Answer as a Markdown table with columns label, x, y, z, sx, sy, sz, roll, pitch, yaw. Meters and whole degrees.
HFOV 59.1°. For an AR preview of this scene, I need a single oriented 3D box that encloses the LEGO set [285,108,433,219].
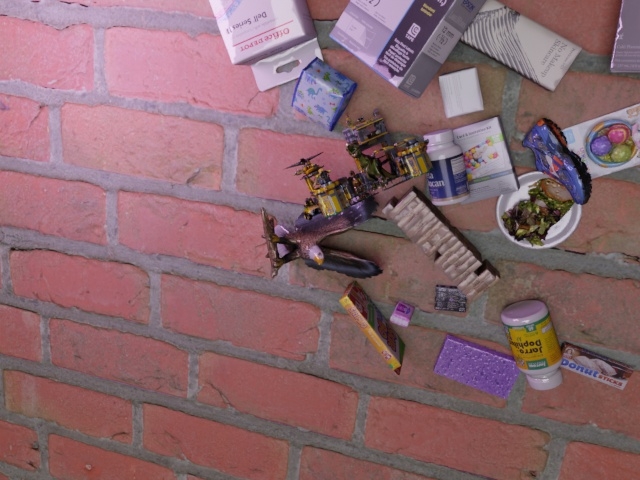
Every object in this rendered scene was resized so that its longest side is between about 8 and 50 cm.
| label | x | y | z | sx | sy | sz | roll | pitch | yaw |
| --- | --- | --- | --- | --- | --- | --- | --- | --- | --- |
| LEGO set | 0.080 | -0.200 | 1.337 | 0.332 | 0.255 | 0.192 | -24 | 99 | -1 |

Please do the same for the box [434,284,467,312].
| label | x | y | z | sx | sy | sz | roll | pitch | yaw |
| --- | --- | --- | --- | --- | --- | --- | --- | --- | --- |
| box | 0.349 | 0.156 | 1.513 | 0.083 | 0.018 | 0.067 | 4 | 107 | 14 |

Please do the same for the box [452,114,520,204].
| label | x | y | z | sx | sy | sz | roll | pitch | yaw |
| --- | --- | --- | --- | --- | --- | --- | --- | --- | --- |
| box | 0.388 | -0.193 | 1.377 | 0.145 | 0.038 | 0.186 | -13 | 101 | 29 |

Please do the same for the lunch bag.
| label | x | y | z | sx | sy | sz | roll | pitch | yaw |
| --- | --- | --- | --- | --- | --- | --- | --- | --- | --- |
| lunch bag | 0.002 | -0.358 | 1.416 | 0.129 | 0.096 | 0.151 | 35 | 141 | 3 |

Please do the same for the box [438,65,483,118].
| label | x | y | z | sx | sy | sz | roll | pitch | yaw |
| --- | --- | --- | --- | --- | --- | --- | --- | --- | --- |
| box | 0.331 | -0.348 | 1.324 | 0.087 | 0.101 | 0.101 | -11 | 104 | 18 |

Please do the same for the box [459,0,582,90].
| label | x | y | z | sx | sy | sz | roll | pitch | yaw |
| --- | --- | --- | --- | --- | --- | --- | --- | --- | --- |
| box | 0.430 | -0.449 | 1.271 | 0.275 | 0.094 | 0.113 | 30 | 110 | 5 |

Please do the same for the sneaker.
| label | x | y | z | sx | sy | sz | roll | pitch | yaw |
| --- | --- | --- | --- | --- | --- | --- | --- | --- | --- |
| sneaker | 0.556 | -0.177 | 1.325 | 0.087 | 0.083 | 0.221 | -38 | 76 | 43 |

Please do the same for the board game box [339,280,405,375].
| label | x | y | z | sx | sy | sz | roll | pitch | yaw |
| --- | --- | --- | --- | --- | --- | --- | --- | --- | --- |
| board game box | 0.151 | 0.236 | 1.533 | 0.039 | 0.124 | 0.259 | -33 | 95 | 21 |

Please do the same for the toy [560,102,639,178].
| label | x | y | z | sx | sy | sz | roll | pitch | yaw |
| --- | --- | --- | --- | --- | --- | --- | --- | --- | --- |
| toy | 0.690 | -0.227 | 1.288 | 0.238 | 0.056 | 0.136 | -18 | 99 | 19 |

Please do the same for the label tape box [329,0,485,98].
| label | x | y | z | sx | sy | sz | roll | pitch | yaw |
| --- | --- | --- | --- | --- | --- | --- | --- | --- | --- |
| label tape box | 0.211 | -0.532 | 1.244 | 0.249 | 0.115 | 0.347 | 48 | 117 | 30 |

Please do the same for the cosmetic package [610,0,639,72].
| label | x | y | z | sx | sy | sz | roll | pitch | yaw |
| --- | --- | --- | --- | --- | --- | --- | --- | --- | --- |
| cosmetic package | 0.698 | -0.471 | 1.170 | 0.127 | 0.107 | 0.237 | 16 | 114 | 43 |

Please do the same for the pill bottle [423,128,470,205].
| label | x | y | z | sx | sy | sz | roll | pitch | yaw |
| --- | --- | --- | --- | --- | --- | --- | --- | --- | --- |
| pill bottle | 0.297 | -0.176 | 1.350 | 0.094 | 0.094 | 0.169 | -10 | 104 | 18 |

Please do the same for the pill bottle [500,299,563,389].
| label | x | y | z | sx | sy | sz | roll | pitch | yaw |
| --- | --- | --- | --- | --- | --- | --- | --- | --- | --- |
| pill bottle | 0.546 | 0.268 | 1.440 | 0.118 | 0.117 | 0.208 | -17 | 101 | 19 |

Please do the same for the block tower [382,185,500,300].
| label | x | y | z | sx | sy | sz | roll | pitch | yaw |
| --- | --- | --- | --- | --- | --- | --- | --- | --- | --- |
| block tower | 0.310 | 0.003 | 1.441 | 0.335 | 0.091 | 0.097 | 44 | 111 | -1 |

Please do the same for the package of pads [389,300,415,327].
| label | x | y | z | sx | sy | sz | roll | pitch | yaw |
| --- | --- | --- | --- | --- | --- | --- | --- | --- | --- |
| package of pads | 0.221 | 0.200 | 1.526 | 0.050 | 0.083 | 0.031 | 23 | 116 | 11 |

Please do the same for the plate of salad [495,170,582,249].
| label | x | y | z | sx | sy | sz | roll | pitch | yaw |
| --- | --- | --- | --- | --- | --- | --- | --- | --- | --- |
| plate of salad | 0.534 | -0.070 | 1.381 | 0.200 | 0.048 | 0.199 | 4 | 107 | 13 |

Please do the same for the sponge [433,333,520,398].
| label | x | y | z | sx | sy | sz | roll | pitch | yaw |
| --- | --- | --- | --- | --- | --- | --- | --- | --- | --- |
| sponge | 0.427 | 0.344 | 1.541 | 0.210 | 0.031 | 0.117 | 19 | 110 | 8 |

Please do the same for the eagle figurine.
| label | x | y | z | sx | sy | sz | roll | pitch | yaw |
| --- | --- | --- | --- | --- | --- | --- | --- | --- | --- |
| eagle figurine | 0.003 | 0.008 | 1.499 | 0.299 | 0.225 | 0.226 | -11 | 149 | -12 |

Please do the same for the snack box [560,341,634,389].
| label | x | y | z | sx | sy | sz | roll | pitch | yaw |
| --- | --- | --- | --- | --- | --- | --- | --- | --- | --- |
| snack box | 0.707 | 0.325 | 1.465 | 0.178 | 0.022 | 0.064 | 20 | 111 | 8 |

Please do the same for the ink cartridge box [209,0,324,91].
| label | x | y | z | sx | sy | sz | roll | pitch | yaw |
| --- | --- | --- | --- | --- | --- | --- | --- | --- | --- |
| ink cartridge box | -0.144 | -0.562 | 1.379 | 0.207 | 0.119 | 0.353 | -17 | 101 | 19 |
